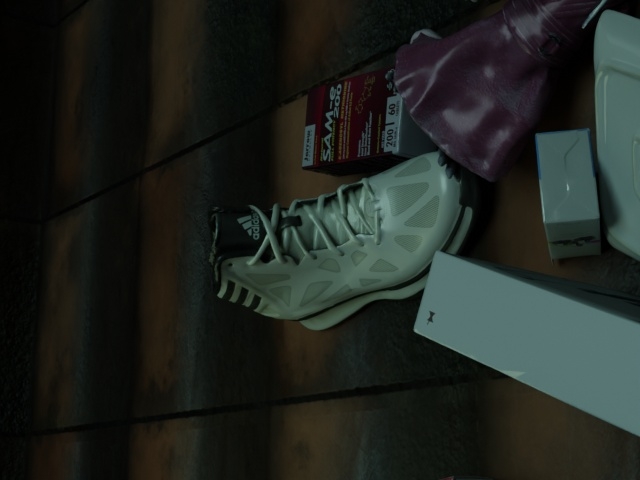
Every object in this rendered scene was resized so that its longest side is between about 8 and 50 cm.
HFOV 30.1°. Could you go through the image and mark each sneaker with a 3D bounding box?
[{"bbox_3d":[0.000,0.001,1.618,0.447,0.257,0.169,-36,53,45],"label":"sneaker"}]

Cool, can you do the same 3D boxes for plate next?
[{"bbox_3d":[0.348,-0.069,1.180,0.277,0.045,0.278,-137,34,-60],"label":"plate"}]

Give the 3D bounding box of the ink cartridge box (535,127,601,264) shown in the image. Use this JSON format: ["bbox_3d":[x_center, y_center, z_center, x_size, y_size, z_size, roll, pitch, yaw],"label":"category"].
[{"bbox_3d":[0.282,-0.044,1.343,0.061,0.181,0.104,-6,73,12],"label":"ink cartridge box"}]

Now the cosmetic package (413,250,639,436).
[{"bbox_3d":[0.313,0.113,1.109,0.377,0.284,0.098,22,100,55],"label":"cosmetic package"}]

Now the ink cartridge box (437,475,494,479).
[{"bbox_3d":[0.141,0.372,1.482,0.175,0.072,0.128,-29,60,49],"label":"ink cartridge box"}]

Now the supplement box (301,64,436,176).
[{"bbox_3d":[0.070,-0.170,1.724,0.239,0.073,0.130,-6,77,56],"label":"supplement box"}]

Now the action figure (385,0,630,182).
[{"bbox_3d":[0.269,-0.240,1.414,0.370,0.248,0.276,-42,5,26],"label":"action figure"}]
